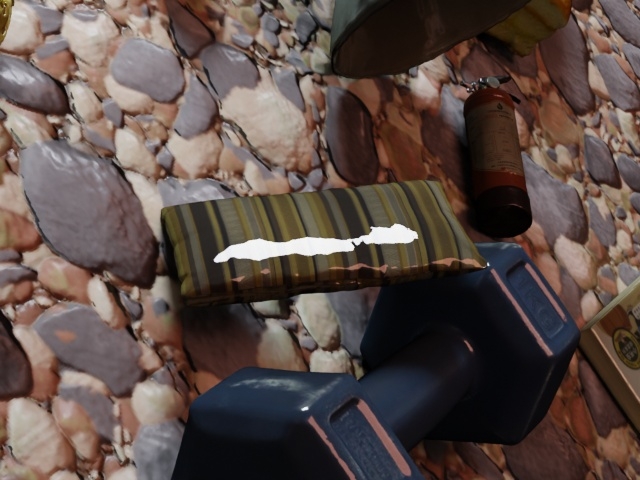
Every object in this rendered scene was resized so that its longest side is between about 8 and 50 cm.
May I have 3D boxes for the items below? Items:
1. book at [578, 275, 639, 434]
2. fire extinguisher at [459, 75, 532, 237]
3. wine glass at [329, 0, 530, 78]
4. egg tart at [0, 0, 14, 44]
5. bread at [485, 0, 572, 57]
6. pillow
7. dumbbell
[{"bbox_3d":[0.351,0.158,1.344,0.264,0.027,0.202,57,36,3],"label":"book"},{"bbox_3d":[0.157,-0.085,1.305,0.062,0.050,0.177,12,52,-18],"label":"fire extinguisher"},{"bbox_3d":[0.037,-0.370,1.207,0.267,0.267,0.406,-17,78,-52],"label":"wine glass"},{"bbox_3d":[-0.248,-0.172,0.931,0.130,0.052,0.130,25,48,-31],"label":"egg tart"},{"bbox_3d":[0.164,-0.320,1.446,0.184,0.110,0.234,30,42,-30],"label":"bread"},{"bbox_3d":[0.000,0.000,0.984,0.203,0.038,0.113,-5,35,-11],"label":"pillow"},{"bbox_3d":[0.044,0.111,0.955,0.316,0.156,0.144,-32,117,-53],"label":"dumbbell"}]
